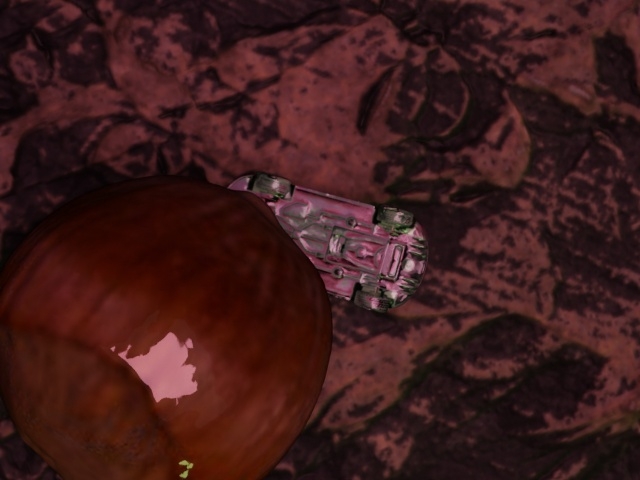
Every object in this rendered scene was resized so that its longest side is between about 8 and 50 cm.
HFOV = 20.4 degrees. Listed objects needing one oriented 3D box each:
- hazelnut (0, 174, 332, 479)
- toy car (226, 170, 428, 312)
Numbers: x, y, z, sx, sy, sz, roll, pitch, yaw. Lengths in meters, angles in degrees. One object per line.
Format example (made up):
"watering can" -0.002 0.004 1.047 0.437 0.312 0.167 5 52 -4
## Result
"hazelnut" -0.096 0.058 1.075 0.214 0.176 0.214 1 80 -8
"toy car" 0.000 0.000 1.159 0.142 0.055 0.069 15 94 5
